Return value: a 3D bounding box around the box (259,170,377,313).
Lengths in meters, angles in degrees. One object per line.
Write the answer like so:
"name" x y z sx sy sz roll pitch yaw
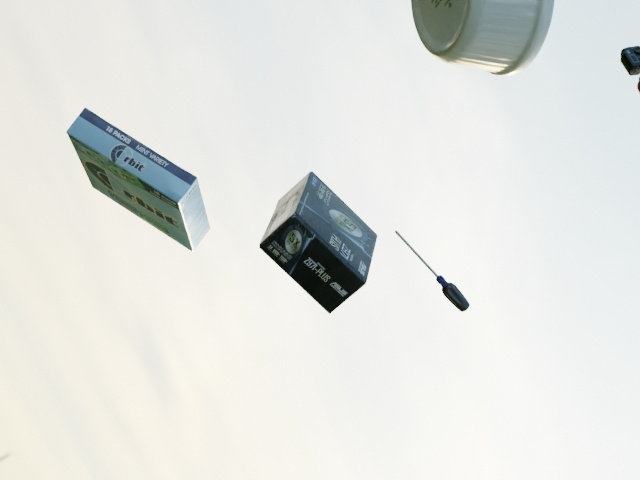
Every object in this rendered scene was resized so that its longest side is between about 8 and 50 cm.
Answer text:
"box" 0.000 0.000 2.059 0.147 0.077 0.180 44 22 -11

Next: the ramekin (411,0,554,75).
"ramekin" 0.236 -0.385 2.121 0.273 0.127 0.272 176 -90 -69

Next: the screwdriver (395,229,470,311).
"screwdriver" 0.170 0.046 2.137 0.170 0.024 0.025 47 0 -18

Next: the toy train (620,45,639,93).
"toy train" 0.428 -0.200 1.809 0.027 0.036 0.158 96 -21 -44

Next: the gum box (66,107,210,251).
"gum box" -0.211 -0.068 1.648 0.157 0.041 0.184 33 -15 9
